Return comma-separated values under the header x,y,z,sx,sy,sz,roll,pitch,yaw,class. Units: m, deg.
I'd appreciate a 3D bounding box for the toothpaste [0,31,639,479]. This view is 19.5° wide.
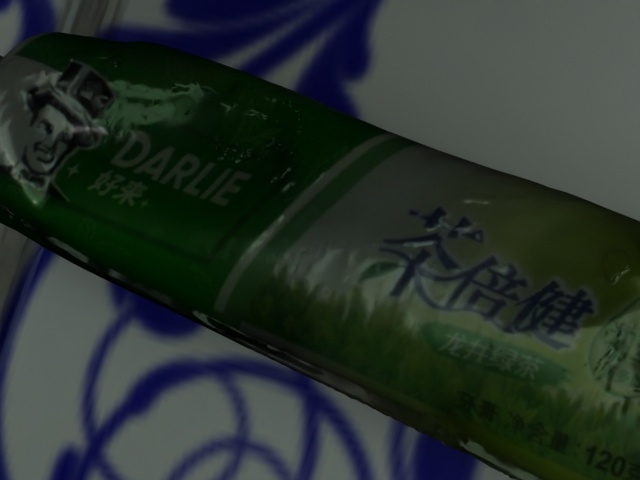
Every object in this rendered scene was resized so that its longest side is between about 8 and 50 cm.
x,y,z,sx,sy,sz,roll,pitch,yaw,class
0.000,0.000,0.437,0.248,0.047,0.078,23,87,26,toothpaste
